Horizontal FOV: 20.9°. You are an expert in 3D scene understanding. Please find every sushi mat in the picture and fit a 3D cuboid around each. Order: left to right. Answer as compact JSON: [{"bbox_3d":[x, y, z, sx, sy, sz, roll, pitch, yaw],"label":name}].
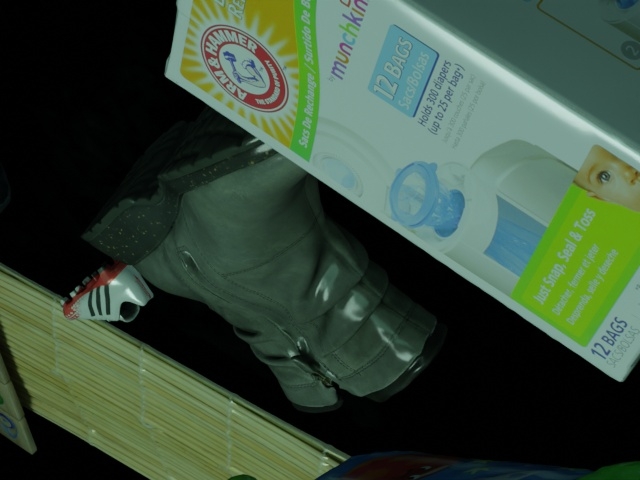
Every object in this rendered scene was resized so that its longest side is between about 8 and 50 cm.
[{"bbox_3d":[-0.100,0.109,1.069,0.316,0.019,0.151,27,147,22],"label":"sushi mat"}]

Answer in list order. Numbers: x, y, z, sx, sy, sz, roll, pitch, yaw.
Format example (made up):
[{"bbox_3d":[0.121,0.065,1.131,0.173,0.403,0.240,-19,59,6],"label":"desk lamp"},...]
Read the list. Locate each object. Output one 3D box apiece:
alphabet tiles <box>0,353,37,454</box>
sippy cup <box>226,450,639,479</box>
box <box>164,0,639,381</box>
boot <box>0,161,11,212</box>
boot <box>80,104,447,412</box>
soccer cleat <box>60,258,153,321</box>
[{"bbox_3d":[-0.294,0.030,1.165,0.237,0.009,0.198,29,148,29],"label":"alphabet tiles"},{"bbox_3d":[0.080,0.201,0.818,0.224,0.240,0.305,11,127,56],"label":"sippy cup"},{"bbox_3d":[0.059,-0.066,0.595,0.203,0.103,0.114,34,148,9],"label":"box"},{"bbox_3d":[-0.301,0.116,1.017,0.367,0.146,0.445,33,110,-8],"label":"boot"},{"bbox_3d":[0.000,0.000,0.786,0.161,0.083,0.246,39,155,-11],"label":"boot"},{"bbox_3d":[-0.122,0.035,0.990,0.035,0.029,0.083,48,144,-5],"label":"soccer cleat"}]
